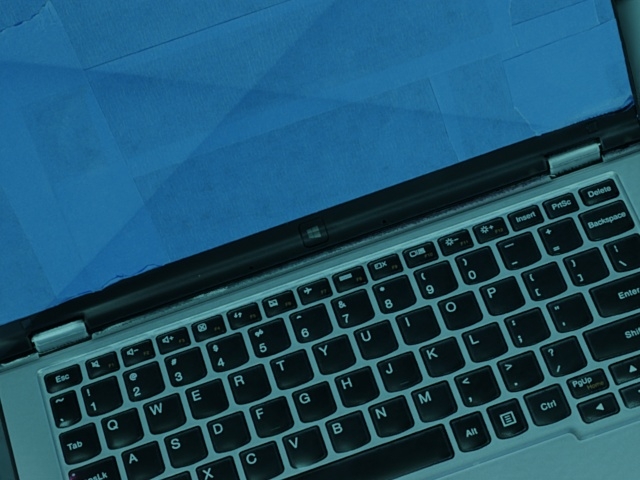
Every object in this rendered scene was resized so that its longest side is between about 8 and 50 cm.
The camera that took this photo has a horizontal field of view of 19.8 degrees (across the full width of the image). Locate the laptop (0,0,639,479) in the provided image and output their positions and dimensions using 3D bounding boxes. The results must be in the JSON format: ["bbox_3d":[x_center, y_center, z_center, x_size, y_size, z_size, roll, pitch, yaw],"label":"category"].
[{"bbox_3d":[0.000,0.000,0.883,0.382,0.236,0.408,-19,59,-1],"label":"laptop"}]
